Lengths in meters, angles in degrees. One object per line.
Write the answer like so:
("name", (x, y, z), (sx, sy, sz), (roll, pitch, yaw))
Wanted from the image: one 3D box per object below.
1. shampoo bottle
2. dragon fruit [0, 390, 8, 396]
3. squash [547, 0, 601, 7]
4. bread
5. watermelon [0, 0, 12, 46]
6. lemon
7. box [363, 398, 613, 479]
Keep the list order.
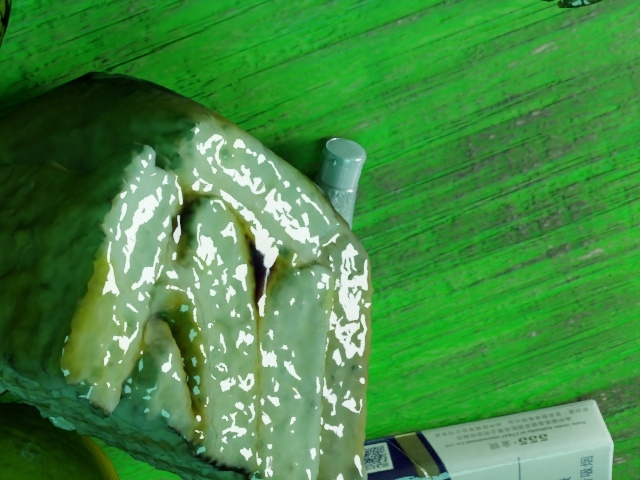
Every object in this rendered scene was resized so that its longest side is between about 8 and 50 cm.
("shampoo bottle", (0.000, 0.000, 1.314), (0.069, 0.041, 0.191), (9, 124, -12))
("dragon fruit", (-0.265, 0.087, 1.275), (0.246, 0.125, 0.125), (9, 131, -27))
("squash", (0.322, -0.256, 1.158), (0.340, 0.094, 0.094), (-26, 128, 9))
("bread", (-0.099, 0.043, 1.183), (0.239, 0.264, 0.395), (4, 158, 43))
("watermelon", (-0.338, -0.163, 0.963), (0.285, 0.285, 0.285), (-6, 128, -8))
("lemon", (-0.262, 0.244, 1.357), (0.184, 0.184, 0.248), (-36, 125, 15))
("box", (0.155, 0.254, 1.522), (0.259, 0.071, 0.168), (-11, 128, -5))
